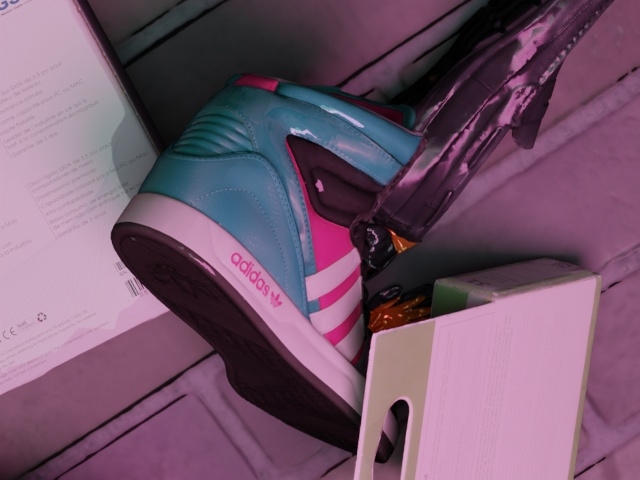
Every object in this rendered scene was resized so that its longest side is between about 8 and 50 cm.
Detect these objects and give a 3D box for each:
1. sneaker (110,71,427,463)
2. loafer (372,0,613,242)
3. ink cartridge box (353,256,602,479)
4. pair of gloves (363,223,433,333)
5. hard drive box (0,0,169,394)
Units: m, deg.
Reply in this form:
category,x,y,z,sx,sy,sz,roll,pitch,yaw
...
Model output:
category,x,y,z,sx,sy,sz,roll,pitch,yaw
sneaker,0.000,0.000,1.100,0.178,0.123,0.295,-60,146,-18
loafer,0.109,-0.092,1.158,0.078,0.076,0.223,41,102,-19
ink cartridge box,0.079,0.110,1.143,0.235,0.056,0.171,-9,111,-46
pair of gloves,0.038,0.030,1.213,0.074,0.010,0.083,-21,105,1
hard drive box,-0.189,-0.044,1.132,0.181,0.089,0.232,-27,106,2
